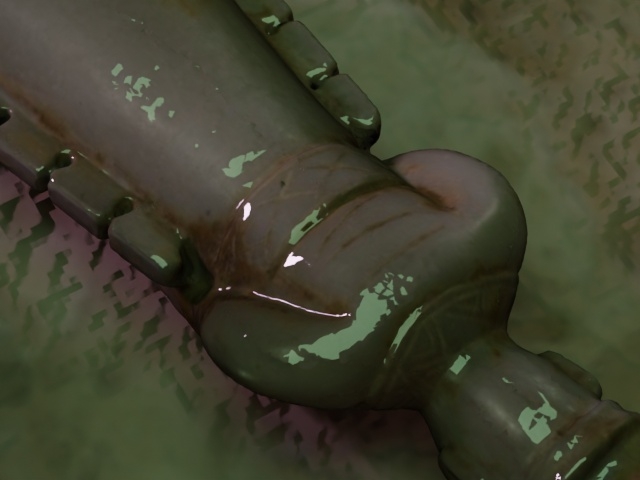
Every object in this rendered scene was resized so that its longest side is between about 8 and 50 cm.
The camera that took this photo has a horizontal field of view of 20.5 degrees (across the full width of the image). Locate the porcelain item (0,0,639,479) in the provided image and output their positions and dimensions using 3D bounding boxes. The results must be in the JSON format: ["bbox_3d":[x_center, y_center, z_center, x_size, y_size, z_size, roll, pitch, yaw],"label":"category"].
[{"bbox_3d":[0.000,0.000,0.390,0.084,0.054,0.213,-39,64,-18],"label":"porcelain item"}]
